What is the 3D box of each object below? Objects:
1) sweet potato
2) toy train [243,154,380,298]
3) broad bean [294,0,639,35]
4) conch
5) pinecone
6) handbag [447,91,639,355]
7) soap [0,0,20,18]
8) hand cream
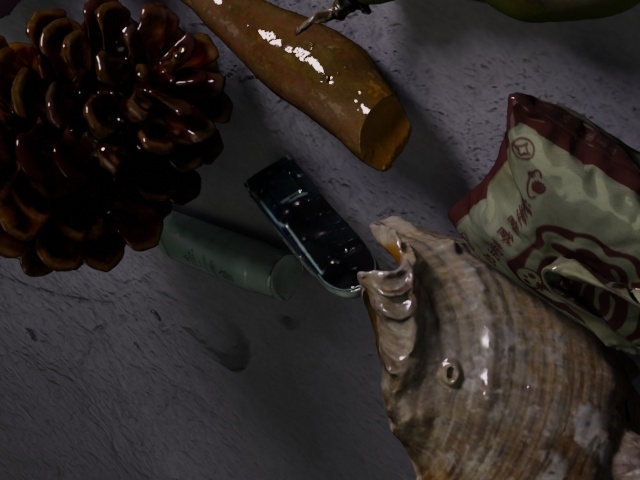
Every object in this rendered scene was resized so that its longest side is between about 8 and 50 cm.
[{"bbox_3d":[-0.018,-0.152,1.503,0.243,0.077,0.077,42,151,18],"label":"sweet potato"},{"bbox_3d":[0.000,0.000,1.587,0.051,0.052,0.234,60,174,-34],"label":"toy train"},{"bbox_3d":[0.108,-0.190,1.319,0.325,0.067,0.075,6,104,49],"label":"broad bean"},{"bbox_3d":[0.159,0.119,1.503,0.210,0.297,0.352,-13,121,4],"label":"conch"},{"bbox_3d":[-0.199,-0.096,1.622,0.246,0.246,0.292,50,139,-13],"label":"pinecone"},{"bbox_3d":[0.216,-0.007,1.365,0.235,0.127,0.213,28,150,1],"label":"handbag"},{"bbox_3d":[-0.395,-0.315,1.675,0.259,0.081,0.181,28,165,25],"label":"soap"},{"bbox_3d":[-0.103,0.011,1.829,0.205,0.050,0.078,20,145,41],"label":"hand cream"}]
